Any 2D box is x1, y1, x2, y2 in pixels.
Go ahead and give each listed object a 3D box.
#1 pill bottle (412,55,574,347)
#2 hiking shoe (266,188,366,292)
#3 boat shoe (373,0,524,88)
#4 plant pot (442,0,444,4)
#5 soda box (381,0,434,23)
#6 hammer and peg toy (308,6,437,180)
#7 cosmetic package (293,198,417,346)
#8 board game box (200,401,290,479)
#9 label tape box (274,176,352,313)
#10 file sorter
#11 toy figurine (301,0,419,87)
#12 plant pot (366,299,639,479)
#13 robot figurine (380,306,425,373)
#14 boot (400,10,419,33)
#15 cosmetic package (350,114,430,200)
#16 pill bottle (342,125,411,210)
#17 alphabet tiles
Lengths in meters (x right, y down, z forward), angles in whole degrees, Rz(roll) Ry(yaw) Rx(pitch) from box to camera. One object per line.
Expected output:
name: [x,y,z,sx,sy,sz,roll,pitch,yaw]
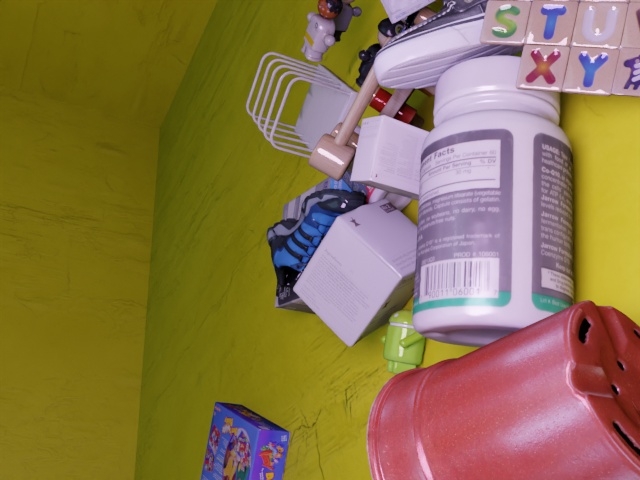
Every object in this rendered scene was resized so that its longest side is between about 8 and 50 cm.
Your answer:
pill bottle: [0.233,-0.047,0.953,0.204,0.204,0.360,-24,57,61]
hiking shoe: [0.000,0.000,1.338,0.304,0.113,0.132,-36,56,56]
boat shoe: [0.222,-0.313,0.993,0.121,0.335,0.119,91,158,-79]
plant pot: [0.294,-0.452,1.068,0.187,0.167,0.188,-48,37,48]
soda box: [0.165,-0.471,1.270,0.098,0.091,0.286,-24,18,22]
hammer and peg toy: [0.131,-0.232,1.183,0.266,0.127,0.361,-54,0,40]
cosmetic package: [0.082,0.053,1.229,0.151,0.151,0.183,44,127,18]
board game box: [-0.194,0.544,1.734,0.347,0.078,0.233,-3,76,65]
label tape box: [0.028,0.004,1.482,0.348,0.115,0.249,152,126,-61]
file sorter: [-0.058,-0.336,1.764,0.192,0.173,0.277,-68,26,20]
toy figurine: [0.082,-0.426,1.429,0.148,0.210,0.213,-64,-5,37]
plant pot: [0.238,0.214,0.776,0.265,0.272,0.272,-42,41,40]
robot figurine: [0.144,0.170,1.204,0.101,0.067,0.115,161,120,-76]
boot: [0.209,-0.401,1.306,0.121,0.099,0.045,-64,27,27]
cosmetic package: [0.164,-0.109,1.084,0.060,0.239,0.098,2,80,58]
pill bottle: [0.093,-0.138,1.350,0.180,0.108,0.108,52,128,32]
alphabet tiles: [0.354,-0.343,0.858,0.285,0.011,0.342,11,88,27]
